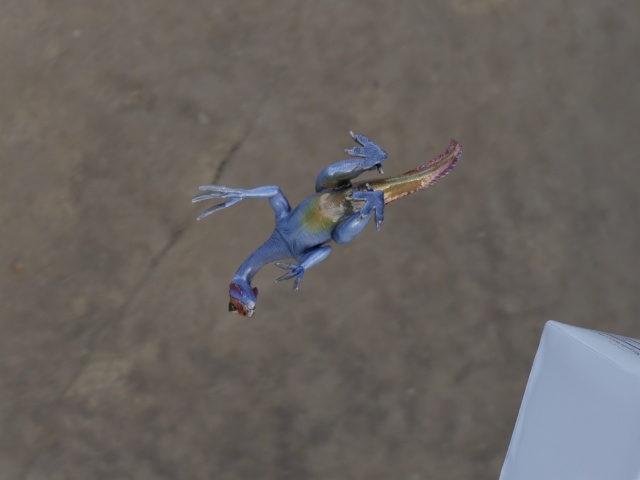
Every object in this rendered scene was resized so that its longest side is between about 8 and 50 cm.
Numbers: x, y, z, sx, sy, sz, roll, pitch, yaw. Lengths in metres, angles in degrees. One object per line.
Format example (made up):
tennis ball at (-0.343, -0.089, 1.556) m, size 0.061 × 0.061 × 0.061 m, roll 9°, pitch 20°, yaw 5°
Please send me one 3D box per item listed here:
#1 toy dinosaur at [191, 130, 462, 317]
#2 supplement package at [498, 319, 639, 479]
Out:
toy dinosaur at (0.000, 0.000, 0.711) m, size 0.090 × 0.082 × 0.047 m, roll 0°, pitch 63°, yaw -29°
supplement package at (0.217, 0.170, 1.076) m, size 0.203 × 0.149 × 0.194 m, roll 12°, pitch 98°, yaw -20°
